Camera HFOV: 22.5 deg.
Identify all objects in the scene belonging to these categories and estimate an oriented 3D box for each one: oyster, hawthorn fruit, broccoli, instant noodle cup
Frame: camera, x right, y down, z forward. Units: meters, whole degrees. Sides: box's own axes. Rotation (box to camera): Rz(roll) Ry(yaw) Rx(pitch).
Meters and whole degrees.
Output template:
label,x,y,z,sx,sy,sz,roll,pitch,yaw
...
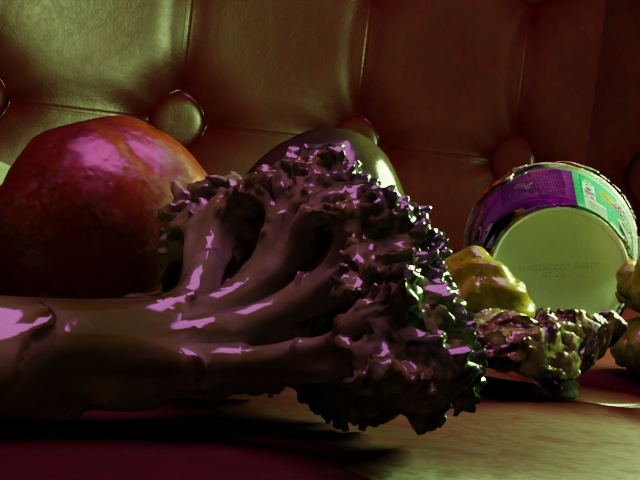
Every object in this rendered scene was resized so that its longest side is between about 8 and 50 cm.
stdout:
label,x,y,z,sx,sy,sz,roll,pitch,yaw
oyster,0.187,0.111,1.654,0.259,0.092,0.198,4,-1,-1
hawthorn fruit,-0.183,0.014,1.549,0.271,0.242,0.242,30,9,14
broccoli,-0.097,0.061,1.259,0.397,0.275,0.353,-14,-13,-5
instant noodle cup,0.316,0.029,2.162,0.251,0.251,0.190,7,11,3

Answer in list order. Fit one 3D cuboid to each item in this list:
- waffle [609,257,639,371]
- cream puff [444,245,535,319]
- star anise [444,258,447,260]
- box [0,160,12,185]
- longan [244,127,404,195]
label,x,y,z,sx,sy,sz,roll,pitch,yaw
waffle,0.496,0.103,1.884,0.324,0.151,0.261,10,-2,-11
cream puff,0.176,0.084,1.907,0.116,0.146,0.146,-35,17,-15
star anise,0.118,0.040,2.559,0.212,0.111,0.196,14,2,-45
box,-0.577,-0.062,1.964,0.343,0.177,0.352,12,-7,22
longan,0.000,0.000,1.740,0.248,0.248,0.248,7,3,0
